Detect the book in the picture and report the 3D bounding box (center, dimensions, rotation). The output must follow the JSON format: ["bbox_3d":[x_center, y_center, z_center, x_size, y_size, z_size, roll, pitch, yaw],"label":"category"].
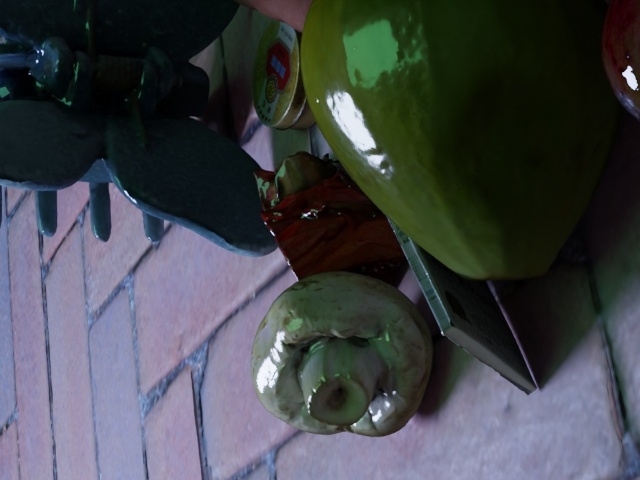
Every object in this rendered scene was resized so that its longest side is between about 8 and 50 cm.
[{"bbox_3d":[0.088,0.017,1.047,0.014,0.127,0.181,-37,49,16],"label":"book"}]

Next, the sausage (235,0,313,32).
[{"bbox_3d":[-0.021,-0.229,1.320,0.433,0.088,0.088,36,118,53],"label":"sausage"}]

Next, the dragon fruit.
[{"bbox_3d":[0.015,-0.013,1.280,0.092,0.122,0.192,-37,36,4],"label":"dragon fruit"}]

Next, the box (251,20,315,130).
[{"bbox_3d":[-0.027,-0.154,1.389,0.105,0.037,0.105,-16,72,62],"label":"box"}]

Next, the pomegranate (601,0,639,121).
[{"bbox_3d":[0.216,-0.094,0.810,0.129,0.129,0.159,6,100,63],"label":"pomegranate"}]

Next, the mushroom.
[{"bbox_3d":[0.016,0.092,1.162,0.112,0.148,0.148,-95,22,-59],"label":"mushroom"}]

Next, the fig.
[{"bbox_3d":[0.103,-0.095,0.956,0.230,0.207,0.207,53,141,11],"label":"fig"}]

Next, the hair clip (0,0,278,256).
[{"bbox_3d":[-0.236,-0.126,1.505,0.238,0.318,0.392,136,131,-56],"label":"hair clip"}]
